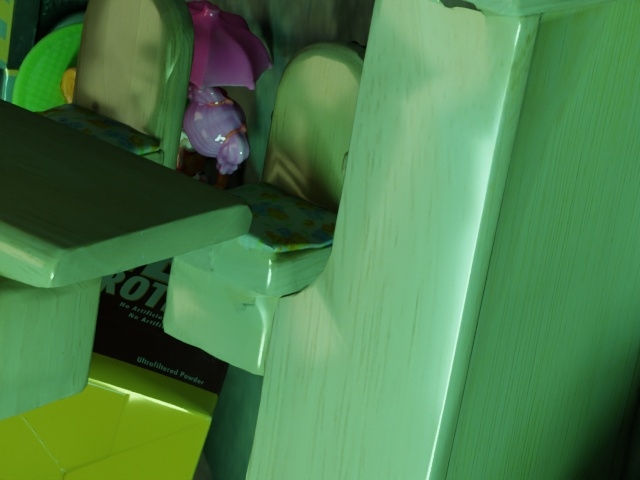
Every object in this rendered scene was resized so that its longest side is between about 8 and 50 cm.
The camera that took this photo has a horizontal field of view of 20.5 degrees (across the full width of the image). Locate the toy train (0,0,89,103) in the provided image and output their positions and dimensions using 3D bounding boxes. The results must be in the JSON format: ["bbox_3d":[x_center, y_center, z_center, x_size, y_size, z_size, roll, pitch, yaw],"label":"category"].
[{"bbox_3d":[-0.219,-0.228,1.271,0.142,0.190,0.333,-141,57,-63],"label":"toy train"}]

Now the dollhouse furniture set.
[{"bbox_3d":[-0.073,-0.038,0.685,0.394,0.362,0.256,23,113,31],"label":"dollhouse furniture set"}]

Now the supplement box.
[{"bbox_3d":[-0.125,0.089,0.999,0.194,0.129,0.191,-75,4,-56],"label":"supplement box"}]

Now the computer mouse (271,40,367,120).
[{"bbox_3d":[0.000,0.000,0.909,0.106,0.042,0.193,158,113,-64],"label":"computer mouse"}]

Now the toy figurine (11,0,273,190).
[{"bbox_3d":[-0.089,-0.074,1.070,0.159,0.130,0.173,-22,88,55],"label":"toy figurine"}]
